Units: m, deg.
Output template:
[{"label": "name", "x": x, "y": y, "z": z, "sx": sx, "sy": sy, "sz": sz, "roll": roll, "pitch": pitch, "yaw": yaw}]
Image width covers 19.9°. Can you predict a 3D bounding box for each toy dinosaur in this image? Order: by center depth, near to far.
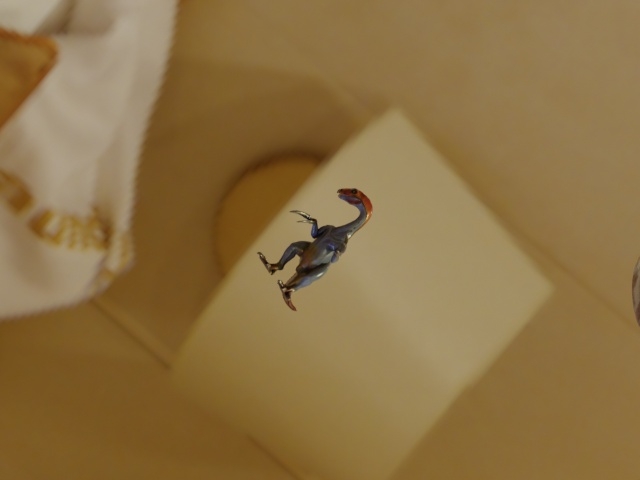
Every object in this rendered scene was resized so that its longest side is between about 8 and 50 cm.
[{"label": "toy dinosaur", "x": 0.000, "y": 0.000, "z": 1.227, "sx": 0.082, "sy": 0.047, "sz": 0.090, "roll": -33, "pitch": 167, "yaw": -6}]

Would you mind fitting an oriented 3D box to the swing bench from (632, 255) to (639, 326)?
[{"label": "swing bench", "x": 0.412, "y": 0.027, "z": 1.515, "sx": 0.165, "sy": 0.255, "sz": 0.253, "roll": -14, "pitch": 153, "yaw": -45}]
